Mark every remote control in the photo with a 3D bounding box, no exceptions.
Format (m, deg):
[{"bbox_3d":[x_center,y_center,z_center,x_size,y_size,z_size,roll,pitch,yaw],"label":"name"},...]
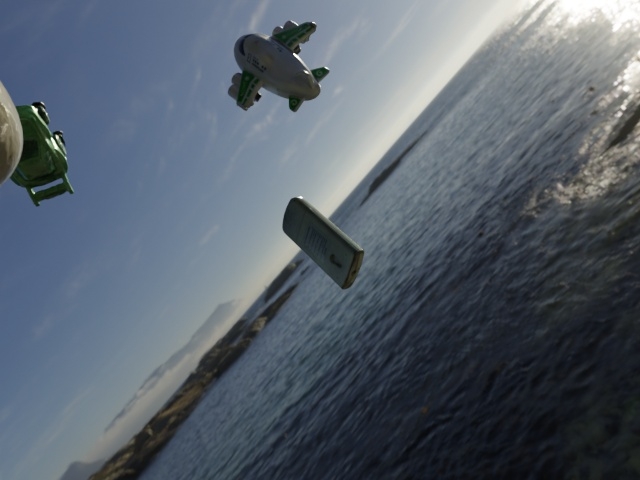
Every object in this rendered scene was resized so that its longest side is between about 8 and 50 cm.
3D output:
[{"bbox_3d":[0.000,0.000,1.151,0.038,0.233,0.098,-10,-50,-39],"label":"remote control"}]

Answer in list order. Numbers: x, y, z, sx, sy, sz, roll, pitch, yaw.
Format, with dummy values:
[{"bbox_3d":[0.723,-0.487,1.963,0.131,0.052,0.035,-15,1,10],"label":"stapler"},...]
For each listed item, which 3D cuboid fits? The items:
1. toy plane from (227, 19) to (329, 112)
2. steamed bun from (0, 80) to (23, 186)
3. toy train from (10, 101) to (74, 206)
[{"bbox_3d":[-0.067,-0.266,0.828,0.174,0.174,0.080,-49,-23,-3],"label":"toy plane"},{"bbox_3d":[-0.381,-0.131,0.474,0.131,0.228,0.177,-48,5,40],"label":"steamed bun"},{"bbox_3d":[-0.421,-0.126,0.787,0.099,0.081,0.149,-23,-21,-17],"label":"toy train"}]
